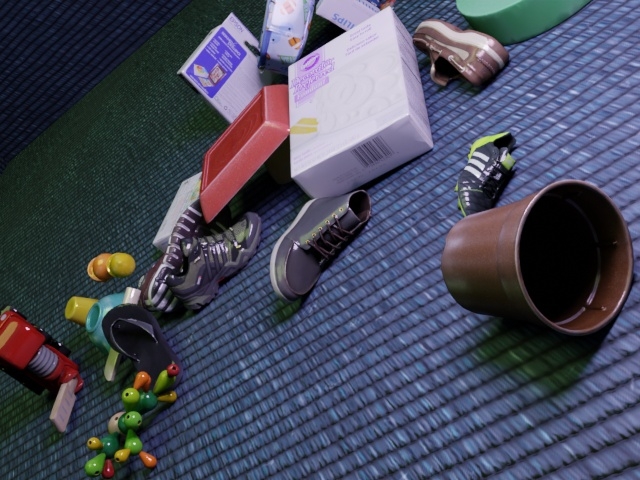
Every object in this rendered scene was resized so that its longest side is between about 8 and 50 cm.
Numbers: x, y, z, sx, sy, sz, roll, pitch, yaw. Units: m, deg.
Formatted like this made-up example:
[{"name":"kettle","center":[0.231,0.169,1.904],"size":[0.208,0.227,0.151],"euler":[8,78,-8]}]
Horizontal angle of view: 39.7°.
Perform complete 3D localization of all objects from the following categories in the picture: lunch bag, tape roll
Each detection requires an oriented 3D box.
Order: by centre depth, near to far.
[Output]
[{"name":"tape roll","center":[0.390,-0.484,1.557],"size":[0.321,0.077,0.321],"euler":[-34,30,23]},{"name":"lunch bag","center":[-0.082,-0.545,2.132],"size":[0.243,0.115,0.303],"euler":[-164,87,-83]}]

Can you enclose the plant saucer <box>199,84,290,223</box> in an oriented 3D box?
[{"name":"plant saucer","center":[-0.159,-0.189,1.770],"size":[0.259,0.048,0.258],"euler":[-45,23,19]}]

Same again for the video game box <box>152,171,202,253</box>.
[{"name":"video game box","center":[-0.275,-0.083,2.007],"size":[0.187,0.048,0.205],"euler":[-25,34,40]}]

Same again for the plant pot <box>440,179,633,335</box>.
[{"name":"plant pot","center":[0.235,0.022,1.011],"size":[0.167,0.167,0.165],"euler":[-57,21,-19]}]

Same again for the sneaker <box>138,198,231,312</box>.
[{"name":"sneaker","center":[-0.300,0.032,1.830],"size":[0.163,0.106,0.281],"euler":[-21,33,52]}]

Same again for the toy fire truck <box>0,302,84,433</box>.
[{"name":"toy fire truck","center":[-0.577,0.265,1.809],"size":[0.246,0.217,0.158],"euler":[14,62,44]}]

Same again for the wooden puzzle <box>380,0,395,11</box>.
[{"name":"wooden puzzle","center":[0.147,-0.539,2.061],"size":[0.049,0.006,0.083],"euler":[-55,28,-16]}]

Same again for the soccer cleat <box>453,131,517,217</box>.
[{"name":"soccer cleat","center":[0.238,-0.093,1.262],"size":[0.072,0.060,0.178],"euler":[-22,33,37]}]

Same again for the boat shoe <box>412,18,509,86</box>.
[{"name":"boat shoe","center":[0.222,-0.326,1.568],"size":[0.095,0.095,0.257],"euler":[-53,27,1]}]

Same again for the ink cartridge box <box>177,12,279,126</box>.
[{"name":"ink cartridge box","center":[-0.224,-0.424,2.225],"size":[0.208,0.206,0.045],"euler":[-53,31,-15]}]

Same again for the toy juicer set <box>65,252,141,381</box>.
[{"name":"toy juicer set","center":[-0.418,0.138,1.840],"size":[0.329,0.090,0.209],"euler":[33,99,55]}]

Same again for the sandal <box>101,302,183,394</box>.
[{"name":"sandal","center":[-0.334,0.185,1.629],"size":[0.254,0.054,0.097],"euler":[33,87,45]}]

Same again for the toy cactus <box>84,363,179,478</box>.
[{"name":"toy cactus","center":[-0.317,0.312,1.498],"size":[0.219,0.112,0.180],"euler":[-64,12,-26]}]

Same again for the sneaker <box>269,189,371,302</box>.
[{"name":"sneaker","center":[0.000,0.000,1.452],"size":[0.118,0.083,0.222],"euler":[-19,37,42]}]

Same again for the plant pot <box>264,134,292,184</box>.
[{"name":"plant pot","center":[-0.075,-0.196,1.817],"size":[0.134,0.095,0.134],"euler":[-35,28,23]}]

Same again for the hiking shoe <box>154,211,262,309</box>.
[{"name":"hiking shoe","center":[-0.208,0.022,1.689],"size":[0.227,0.114,0.086],"euler":[-50,27,-7]}]

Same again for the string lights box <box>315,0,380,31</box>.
[{"name":"string lights box","center":[0.064,-0.579,2.082],"size":[0.076,0.133,0.259],"euler":[-52,22,31]}]

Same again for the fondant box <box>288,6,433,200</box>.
[{"name":"fondant box","center":[0.063,-0.247,1.608],"size":[0.238,0.096,0.330],"euler":[-27,41,23]}]
